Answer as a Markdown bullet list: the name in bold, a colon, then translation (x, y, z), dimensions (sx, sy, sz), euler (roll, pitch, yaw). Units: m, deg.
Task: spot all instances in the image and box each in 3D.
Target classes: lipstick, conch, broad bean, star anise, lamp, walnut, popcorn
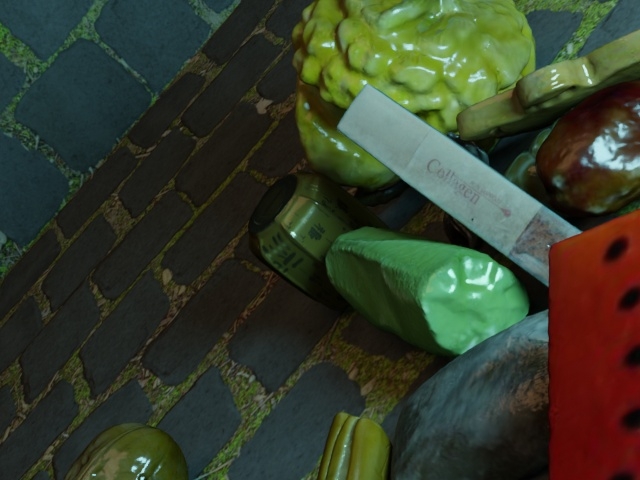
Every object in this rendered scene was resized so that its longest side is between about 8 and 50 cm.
- **lipstick**: translation (0.174, -0.063, 1.679), dimensions (0.371, 0.080, 0.076), euler (39, 98, 33)
- **conch**: translation (0.276, -0.073, 1.731), dimensions (0.116, 0.106, 0.173), euler (-44, 6, -22)
- **broad bean**: translation (0.351, -0.112, 1.595), dimensions (0.229, 0.122, 0.156), euler (-30, 21, -2)
- **star anise**: translation (0.192, -0.053, 1.826), dimensions (0.204, 0.061, 0.180), euler (102, 168, -72)
- **lamp**: translation (0.000, 0.000, 1.978), dimensions (0.161, 0.185, 0.161), euler (-40, 25, 23)
- **walnut**: translation (-0.277, 0.354, 1.958), dimensions (0.207, 0.167, 0.167), euler (-54, 25, -16)
- **popcorn**: translation (0.122, -0.220, 1.987), dimensions (0.349, 0.349, 0.381), euler (-100, 20, -60)

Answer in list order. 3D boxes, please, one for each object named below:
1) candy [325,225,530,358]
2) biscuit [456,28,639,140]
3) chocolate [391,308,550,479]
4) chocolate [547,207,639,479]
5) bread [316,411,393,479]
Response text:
- **candy**: translation (0.126, 0.052, 1.738), dimensions (0.142, 0.132, 0.343), euler (-37, 19, -13)
- **biscuit**: translation (0.342, -0.196, 1.705), dimensions (0.355, 0.052, 0.275), euler (-21, -5, 26)
- **chocolate**: translation (0.186, 0.177, 1.524), dimensions (0.303, 0.100, 0.185), euler (-36, 30, 32)
- **chocolate**: translation (0.351, 0.117, 1.166), dimensions (0.341, 0.161, 0.360), euler (-26, 47, 42)
- **bread**: translation (0.041, 0.293, 1.579), dimensions (0.077, 0.116, 0.200), euler (-12, 42, 28)
